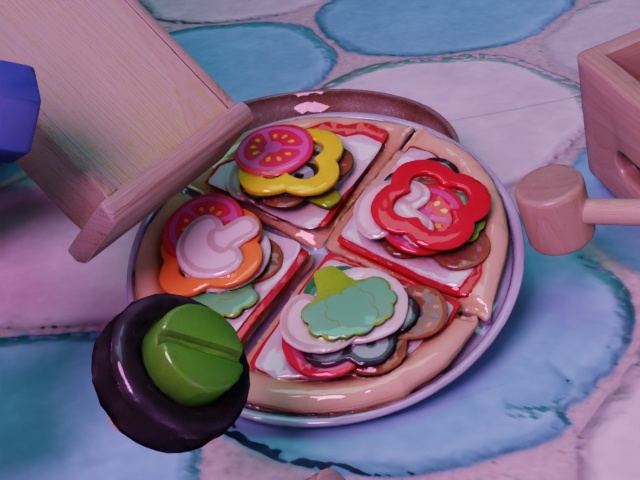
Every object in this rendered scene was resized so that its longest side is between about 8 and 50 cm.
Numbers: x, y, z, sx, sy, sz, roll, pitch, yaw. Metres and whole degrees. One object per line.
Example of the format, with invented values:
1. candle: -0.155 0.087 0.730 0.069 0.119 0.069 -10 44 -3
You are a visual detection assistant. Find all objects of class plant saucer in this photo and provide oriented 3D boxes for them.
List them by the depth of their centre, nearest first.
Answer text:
1. plant saucer: -0.014 -0.036 0.641 0.198 0.036 0.199 -6 31 4

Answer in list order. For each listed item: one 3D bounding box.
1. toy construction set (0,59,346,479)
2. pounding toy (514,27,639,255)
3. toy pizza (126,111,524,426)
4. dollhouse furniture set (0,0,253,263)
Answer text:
1. toy construction set: -0.207 0.088 0.357 0.308 0.257 0.237 -22 -14 -50
2. pounding toy: 0.197 -0.028 0.533 0.206 0.094 0.181 -22 38 -5
3. toy pizza: 0.000 0.000 0.525 0.201 0.032 0.201 -4 50 5
4. dollhouse furniture set: -0.174 -0.035 0.562 0.161 0.242 0.212 46 46 0
